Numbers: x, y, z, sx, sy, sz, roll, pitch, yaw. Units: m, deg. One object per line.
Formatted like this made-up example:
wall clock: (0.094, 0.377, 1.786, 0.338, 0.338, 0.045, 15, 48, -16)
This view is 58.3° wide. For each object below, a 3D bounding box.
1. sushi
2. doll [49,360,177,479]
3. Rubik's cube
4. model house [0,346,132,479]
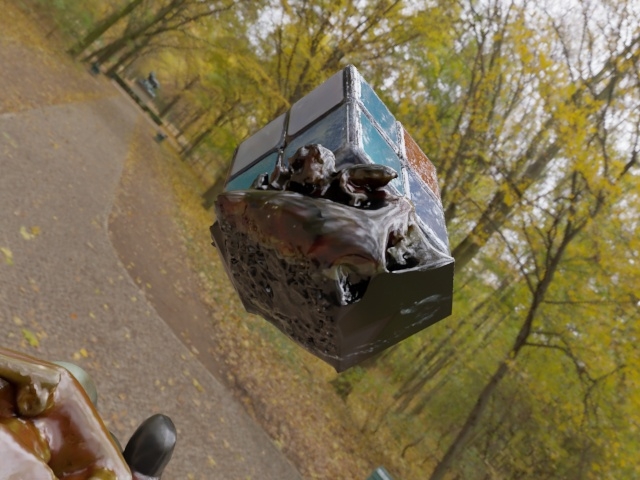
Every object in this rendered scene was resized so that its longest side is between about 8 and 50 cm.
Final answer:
sushi: (0.000, 0.001, 0.670, 0.227, 0.215, 0.212, 52, -18, 43)
doll: (-0.201, 0.268, 0.463, 0.330, 0.235, 0.174, 44, -34, 34)
Rubik's cube: (0.026, -0.075, 1.080, 0.316, 0.313, 0.318, 44, 29, -30)
model house: (-0.243, 0.148, 0.311, 0.200, 0.219, 0.229, 67, -11, -11)
